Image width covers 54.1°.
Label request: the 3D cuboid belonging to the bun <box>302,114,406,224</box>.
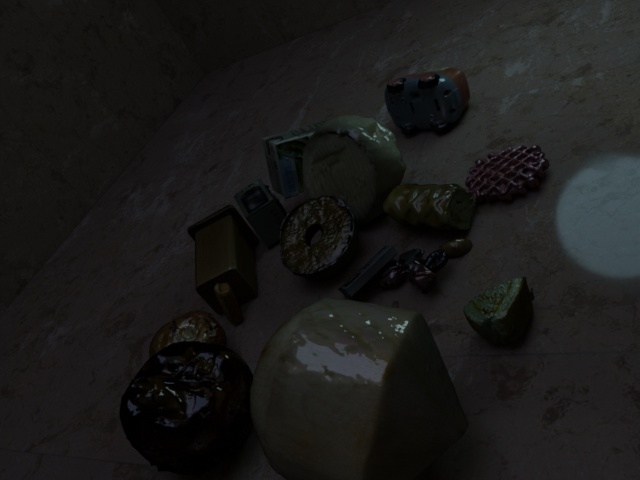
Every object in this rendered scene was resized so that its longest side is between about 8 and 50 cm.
[{"bbox_3d":[0.111,-0.226,1.942,0.359,0.360,0.211,1,22,42],"label":"bun"}]

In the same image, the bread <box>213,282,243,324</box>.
[{"bbox_3d":[-0.276,0.190,1.883,0.053,0.132,0.074,-25,31,-8],"label":"bread"}]

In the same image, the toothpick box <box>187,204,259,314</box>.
[{"bbox_3d":[-0.311,0.068,2.037,0.187,0.190,0.308,-26,36,9],"label":"toothpick box"}]

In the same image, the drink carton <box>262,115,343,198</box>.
[{"bbox_3d":[-0.017,-0.291,2.136,0.324,0.194,0.132,-20,25,-22],"label":"drink carton"}]

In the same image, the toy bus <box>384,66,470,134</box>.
[{"bbox_3d":[0.380,-0.506,2.176,0.287,0.194,0.232,5,41,46],"label":"toy bus"}]

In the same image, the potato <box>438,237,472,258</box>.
[{"bbox_3d":[0.348,0.024,1.630,0.093,0.037,0.036,-21,39,19],"label":"potato"}]

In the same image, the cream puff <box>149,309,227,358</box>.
[{"bbox_3d":[-0.373,0.315,1.774,0.240,0.164,0.240,-11,39,9],"label":"cream puff"}]

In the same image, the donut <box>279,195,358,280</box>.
[{"bbox_3d":[0.000,0.000,1.861,0.272,0.107,0.272,-14,55,21],"label":"donut"}]

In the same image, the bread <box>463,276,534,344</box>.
[{"bbox_3d":[0.396,0.160,1.340,0.156,0.103,0.110,-33,26,14],"label":"bread"}]

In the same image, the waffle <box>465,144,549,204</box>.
[{"bbox_3d":[0.517,-0.189,1.744,0.234,0.055,0.221,-10,39,32],"label":"waffle"}]

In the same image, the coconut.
[{"bbox_3d":[0.078,0.311,1.204,0.415,0.344,0.416,-3,81,20],"label":"coconut"}]

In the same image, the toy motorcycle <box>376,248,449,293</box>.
[{"bbox_3d":[0.230,0.084,1.613,0.212,0.084,0.118,-17,37,43],"label":"toy motorcycle"}]

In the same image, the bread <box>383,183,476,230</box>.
[{"bbox_3d":[0.295,-0.096,1.750,0.152,0.130,0.267,-14,14,-38],"label":"bread"}]

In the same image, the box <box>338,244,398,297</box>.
[{"bbox_3d":[0.129,0.083,1.696,0.177,0.036,0.115,-42,1,-9],"label":"box"}]

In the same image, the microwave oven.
[{"bbox_3d":[-0.193,-0.100,2.162,0.129,0.163,0.205,-35,33,-1],"label":"microwave oven"}]

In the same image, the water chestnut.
[{"bbox_3d":[-0.326,0.379,1.483,0.335,0.347,0.335,-14,48,16],"label":"water chestnut"}]
